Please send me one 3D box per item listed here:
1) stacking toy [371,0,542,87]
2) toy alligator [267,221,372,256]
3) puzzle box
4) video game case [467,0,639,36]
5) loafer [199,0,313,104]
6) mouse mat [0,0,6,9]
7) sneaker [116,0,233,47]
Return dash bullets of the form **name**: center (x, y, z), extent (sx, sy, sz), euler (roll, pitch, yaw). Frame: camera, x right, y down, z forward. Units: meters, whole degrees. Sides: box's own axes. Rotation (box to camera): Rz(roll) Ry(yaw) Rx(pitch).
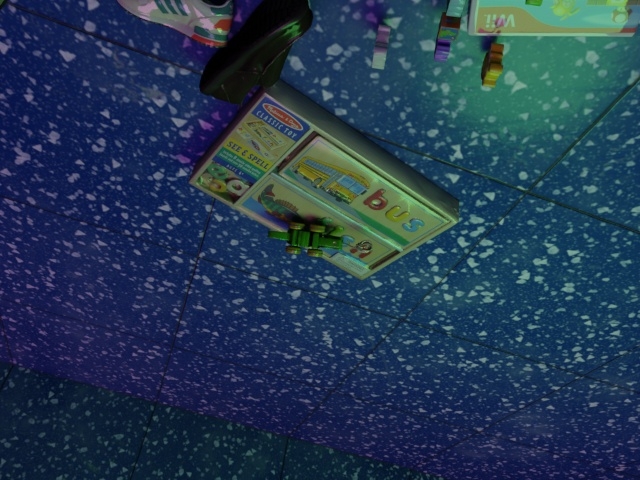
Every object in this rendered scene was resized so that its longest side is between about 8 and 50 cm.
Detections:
- **stacking toy**: center (0.156, -0.268, 0.679), extent (0.167, 0.052, 0.221), euler (10, 162, 2)
- **toy alligator**: center (0.000, 0.000, 1.048), extent (0.190, 0.056, 0.051), euler (7, -175, 3)
- **puzzle box**: center (0.007, -0.085, 1.017), extent (0.409, 0.052, 0.272), euler (29, 138, -23)
- **video game case**: center (0.279, -0.355, 0.625), extent (0.204, 0.025, 0.285), euler (4, 142, 9)
- **loafer**: center (-0.081, -0.261, 0.802), extent (0.078, 0.080, 0.220), euler (27, 146, -35)
- **mouse mat**: center (-0.498, -0.388, 0.787), extent (0.190, 0.007, 0.153), euler (-23, 131, 35)
- **sneaker**: center (-0.191, -0.322, 0.770), extent (0.161, 0.057, 0.075), euler (22, 118, -5)
